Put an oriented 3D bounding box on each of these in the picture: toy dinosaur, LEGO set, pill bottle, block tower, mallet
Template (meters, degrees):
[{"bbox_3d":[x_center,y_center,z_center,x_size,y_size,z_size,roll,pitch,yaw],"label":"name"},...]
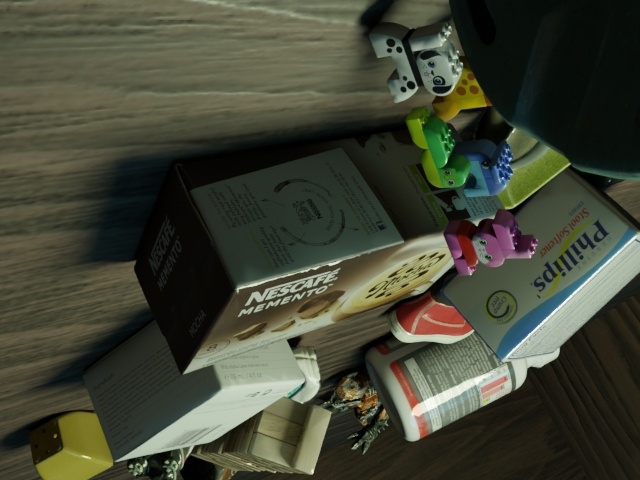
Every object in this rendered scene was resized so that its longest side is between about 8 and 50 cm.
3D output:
[{"bbox_3d":[0.130,0.367,1.732,0.322,0.164,0.218,18,118,-34],"label":"toy dinosaur"},{"bbox_3d":[0.131,-0.085,0.575,0.093,0.227,0.087,-2,-140,35],"label":"LEGO set"},{"bbox_3d":[0.294,0.248,1.536,0.363,0.210,0.210,-24,160,-8],"label":"pill bottle"},{"bbox_3d":[-0.104,0.295,1.118,0.097,0.091,0.335,25,155,-18],"label":"block tower"},{"bbox_3d":[0.452,-0.142,1.043,0.062,0.039,0.189,-21,155,-27],"label":"mallet"}]

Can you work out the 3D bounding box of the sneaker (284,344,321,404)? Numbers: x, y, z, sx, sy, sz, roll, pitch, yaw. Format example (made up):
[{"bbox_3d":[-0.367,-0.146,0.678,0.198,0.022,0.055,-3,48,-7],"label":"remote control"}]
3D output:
[{"bbox_3d":[-0.088,0.250,1.261,0.110,0.107,0.275,3,145,-19],"label":"sneaker"}]

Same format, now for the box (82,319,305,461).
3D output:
[{"bbox_3d":[-0.151,0.167,0.902,0.182,0.119,0.181,-36,158,21],"label":"box"}]

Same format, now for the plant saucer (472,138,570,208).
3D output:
[{"bbox_3d":[0.228,-0.103,0.830,0.188,0.045,0.188,-6,151,-47],"label":"plant saucer"}]

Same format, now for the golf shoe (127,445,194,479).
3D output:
[{"bbox_3d":[-0.205,0.263,1.141,0.273,0.105,0.120,-50,-174,26],"label":"golf shoe"}]

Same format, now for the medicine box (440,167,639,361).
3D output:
[{"bbox_3d":[0.372,0.045,1.156,0.263,0.149,0.289,-49,153,18],"label":"medicine box"}]

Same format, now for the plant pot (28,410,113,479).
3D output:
[{"bbox_3d":[-0.344,0.278,0.993,0.081,0.081,0.083,-30,149,6],"label":"plant pot"}]

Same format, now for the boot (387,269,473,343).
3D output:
[{"bbox_3d":[0.260,0.112,1.347,0.244,0.088,0.176,0,145,-46],"label":"boot"}]

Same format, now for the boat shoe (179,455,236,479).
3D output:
[{"bbox_3d":[-0.218,0.442,1.519,0.120,0.122,0.324,-24,169,-25],"label":"boat shoe"}]

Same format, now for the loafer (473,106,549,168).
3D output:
[{"bbox_3d":[0.178,-0.148,0.629,0.087,0.094,0.251,12,153,-6],"label":"loafer"}]

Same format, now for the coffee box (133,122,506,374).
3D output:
[{"bbox_3d":[0.000,0.000,0.684,0.297,0.119,0.168,-14,156,-34],"label":"coffee box"}]

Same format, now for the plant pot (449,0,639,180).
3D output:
[{"bbox_3d":[0.265,-0.165,0.357,0.334,0.341,0.341,-8,153,-27],"label":"plant pot"}]
